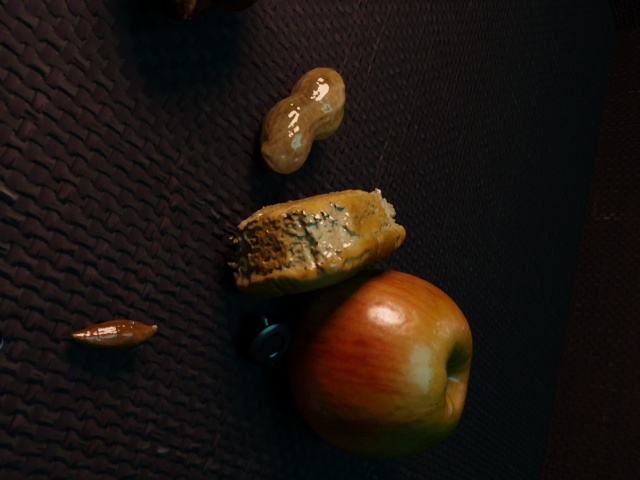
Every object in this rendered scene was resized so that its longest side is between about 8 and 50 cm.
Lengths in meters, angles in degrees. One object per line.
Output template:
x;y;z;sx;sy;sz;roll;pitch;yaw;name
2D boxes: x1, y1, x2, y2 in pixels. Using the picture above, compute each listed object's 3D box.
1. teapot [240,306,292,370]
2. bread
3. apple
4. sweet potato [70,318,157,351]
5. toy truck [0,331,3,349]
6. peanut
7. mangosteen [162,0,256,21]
-0.075;0.133;0.826;0.067;0.045;0.100;-22;129;-26;teapot
0.000;0.000;0.813;0.245;0.174;0.121;-16;100;-59;bread
0.089;0.178;0.885;0.286;0.233;0.286;-6;97;-55;apple
-0.217;0.100;0.648;0.095;0.034;0.034;4;88;-42;sweet potato
-0.327;0.085;0.484;0.136;0.063;0.074;21;95;-48;toy truck
-0.024;-0.165;0.849;0.193;0.089;0.089;-53;131;-31;peanut
-0.098;-0.343;0.657;0.215;0.215;0.258;36;84;-47;mangosteen
